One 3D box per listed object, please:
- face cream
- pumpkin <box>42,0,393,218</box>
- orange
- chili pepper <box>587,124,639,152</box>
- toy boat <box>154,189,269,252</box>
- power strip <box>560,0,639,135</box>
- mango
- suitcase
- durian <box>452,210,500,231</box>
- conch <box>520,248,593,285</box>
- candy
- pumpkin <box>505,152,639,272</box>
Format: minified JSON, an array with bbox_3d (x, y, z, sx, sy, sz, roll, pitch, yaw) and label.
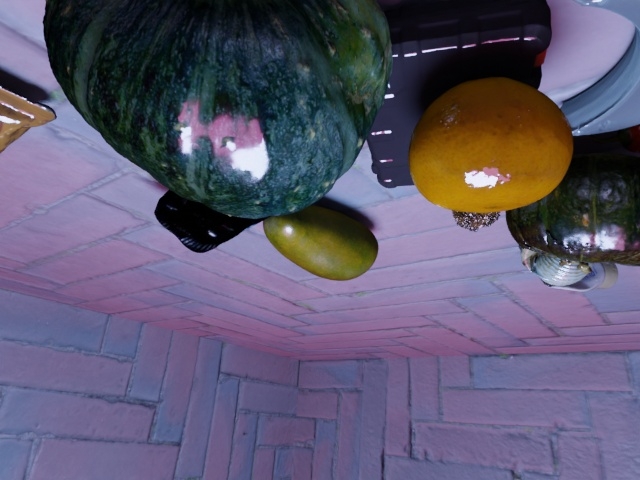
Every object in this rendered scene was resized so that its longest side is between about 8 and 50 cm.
[{"bbox_3d":[0.526,0.062,0.988,0.223,0.114,0.070,5,134,-23],"label":"face cream"},{"bbox_3d":[-0.099,-0.133,0.423,0.292,0.197,0.263,28,160,-10],"label":"pumpkin"},{"bbox_3d":[0.166,-0.093,0.467,0.156,0.124,0.156,-2,174,0],"label":"orange"},{"bbox_3d":[0.435,-0.138,0.572,0.191,0.050,0.059,-10,138,14],"label":"chili pepper"},{"bbox_3d":[-0.156,-0.084,0.788,0.298,0.092,0.134,-24,114,39],"label":"toy boat"},{"bbox_3d":[0.320,-0.197,0.448,0.167,0.054,0.253,-7,156,19],"label":"power strip"},{"bbox_3d":[-0.001,-0.002,0.878,0.289,0.146,0.129,26,107,-40],"label":"mango"},{"bbox_3d":[0.148,-0.157,0.562,0.206,0.066,0.285,-2,157,15],"label":"suitcase"},{"bbox_3d":[0.261,-0.053,0.779,0.080,0.080,0.091,-10,175,32],"label":"durian"},{"bbox_3d":[0.441,0.010,0.867,0.135,0.102,0.154,9,116,4],"label":"conch"},{"bbox_3d":[-0.502,-0.158,0.652,0.271,0.101,0.143,-18,156,32],"label":"candy"},{"bbox_3d":[0.371,-0.036,0.628,0.237,0.159,0.238,2,-170,0],"label":"pumpkin"}]
